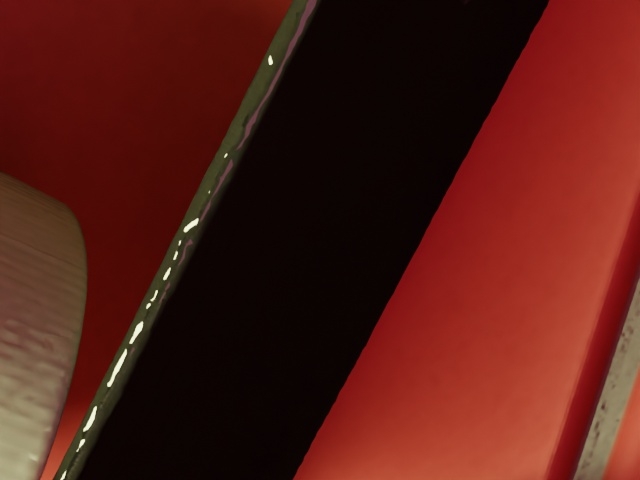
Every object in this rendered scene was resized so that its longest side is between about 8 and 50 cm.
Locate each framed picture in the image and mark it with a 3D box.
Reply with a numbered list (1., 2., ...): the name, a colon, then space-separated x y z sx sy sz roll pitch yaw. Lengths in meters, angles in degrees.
1. framed picture: 0.000 0.000 0.582 0.013 0.244 0.324 31 106 15

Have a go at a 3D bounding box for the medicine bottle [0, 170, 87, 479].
1. medicine bottle: -0.247 0.015 0.493 0.332 0.190 0.190 23 106 -28
